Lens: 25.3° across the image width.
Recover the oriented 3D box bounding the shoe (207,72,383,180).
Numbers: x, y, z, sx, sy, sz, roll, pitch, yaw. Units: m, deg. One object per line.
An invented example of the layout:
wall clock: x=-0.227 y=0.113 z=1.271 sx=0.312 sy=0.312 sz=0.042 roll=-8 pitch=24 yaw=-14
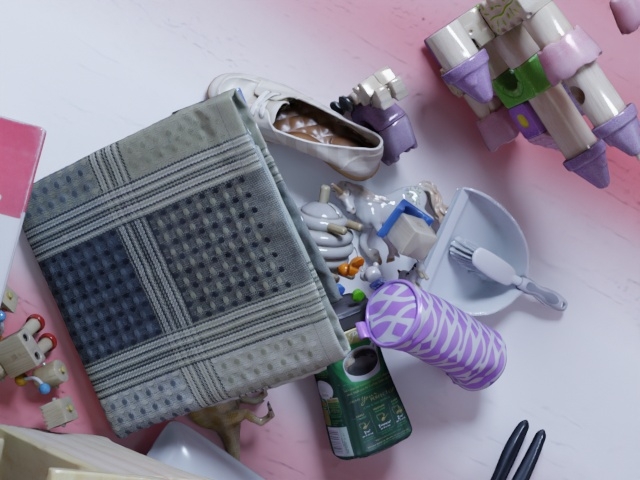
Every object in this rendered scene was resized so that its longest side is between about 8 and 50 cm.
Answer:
shoe: x=-0.026 y=-0.141 z=1.640 sx=0.219 sy=0.058 sz=0.076 roll=25 pitch=69 yaw=-1

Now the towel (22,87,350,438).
towel: x=-0.148 y=0.032 z=1.529 sx=0.324 sy=0.056 sz=0.312 roll=-21 pitch=95 yaw=27

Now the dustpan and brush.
dustpan and brush: x=0.225 y=0.041 z=1.744 sx=0.211 sy=0.060 sz=0.147 roll=29 pitch=83 yaw=-41

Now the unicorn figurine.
unicorn figurine: x=0.078 y=-0.030 z=1.704 sx=0.162 sy=0.060 sz=0.111 roll=-19 pitch=92 yaw=-33

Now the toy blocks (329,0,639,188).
toy blocks: x=0.238 y=-0.154 z=1.631 sx=0.309 sy=0.288 sz=0.260 roll=-35 pitch=95 yaw=-19

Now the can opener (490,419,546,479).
can opener: x=0.226 y=0.307 z=1.750 sx=0.059 sy=0.073 sz=0.186 roll=38 pitch=69 yaw=-7

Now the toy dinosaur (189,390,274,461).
toy dinosaur: x=-0.103 y=0.197 z=1.648 sx=0.093 sy=0.053 sz=0.183 roll=-20 pitch=110 yaw=0

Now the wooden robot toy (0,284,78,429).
wooden robot toy: x=-0.335 y=0.133 z=1.564 sx=0.079 sy=0.076 sz=0.173 roll=-26 pitch=100 yaw=18

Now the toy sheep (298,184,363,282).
toy sheep: x=0.000 y=0.000 z=1.653 sx=0.091 sy=0.091 sz=0.132 roll=7 pitch=104 yaw=-19

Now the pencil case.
pencil case: x=0.133 y=0.115 z=1.658 sx=0.088 sy=0.086 sz=0.206 roll=-41 pitch=137 yaw=20

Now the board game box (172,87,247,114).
board game box: x=-0.084 y=-0.043 z=1.586 sx=0.042 sy=0.165 sz=0.243 roll=-24 pitch=98 yaw=-18

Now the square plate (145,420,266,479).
square plate: x=-0.118 y=0.436 z=1.599 sx=0.344 sy=0.049 sz=0.347 roll=36 pitch=76 yaw=-15

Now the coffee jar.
coffee jar: x=0.036 y=0.157 z=1.670 sx=0.096 sy=0.079 sz=0.184 roll=-20 pitch=96 yaw=-26

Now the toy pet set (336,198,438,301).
toy pet set: x=0.073 y=0.012 z=1.646 sx=0.122 sy=0.065 sz=0.114 roll=16 pitch=117 yaw=-41

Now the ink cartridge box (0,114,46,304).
ink cartridge box: x=-0.408 y=0.061 z=1.412 sx=0.160 sy=0.279 sz=0.384 roll=15 pitch=85 yaw=-18

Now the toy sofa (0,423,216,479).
toy sofa: x=-0.254 y=0.281 z=1.421 sx=0.177 sy=0.362 sz=0.150 roll=12 pitch=85 yaw=-30
